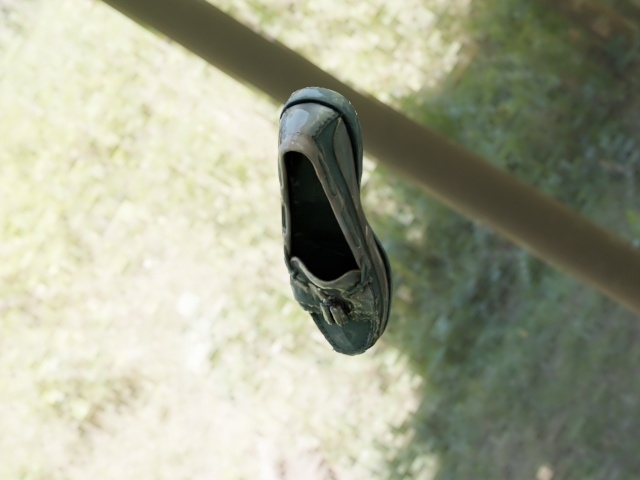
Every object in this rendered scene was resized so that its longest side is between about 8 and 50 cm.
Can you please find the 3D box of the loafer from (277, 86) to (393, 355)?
[{"bbox_3d":[0.000,0.000,1.545,0.084,0.096,0.268,-63,-31,-51],"label":"loafer"}]
